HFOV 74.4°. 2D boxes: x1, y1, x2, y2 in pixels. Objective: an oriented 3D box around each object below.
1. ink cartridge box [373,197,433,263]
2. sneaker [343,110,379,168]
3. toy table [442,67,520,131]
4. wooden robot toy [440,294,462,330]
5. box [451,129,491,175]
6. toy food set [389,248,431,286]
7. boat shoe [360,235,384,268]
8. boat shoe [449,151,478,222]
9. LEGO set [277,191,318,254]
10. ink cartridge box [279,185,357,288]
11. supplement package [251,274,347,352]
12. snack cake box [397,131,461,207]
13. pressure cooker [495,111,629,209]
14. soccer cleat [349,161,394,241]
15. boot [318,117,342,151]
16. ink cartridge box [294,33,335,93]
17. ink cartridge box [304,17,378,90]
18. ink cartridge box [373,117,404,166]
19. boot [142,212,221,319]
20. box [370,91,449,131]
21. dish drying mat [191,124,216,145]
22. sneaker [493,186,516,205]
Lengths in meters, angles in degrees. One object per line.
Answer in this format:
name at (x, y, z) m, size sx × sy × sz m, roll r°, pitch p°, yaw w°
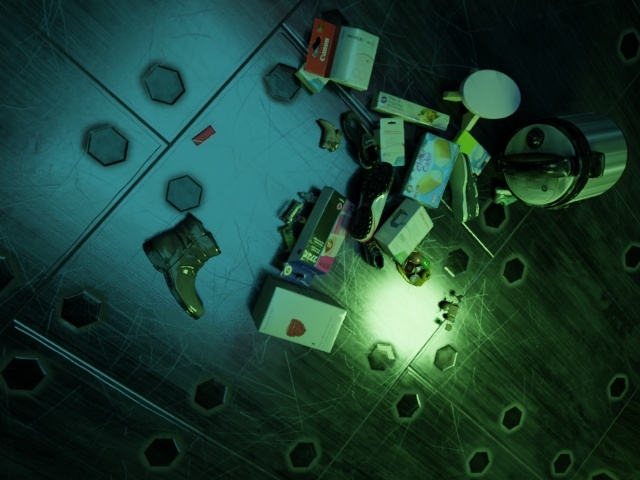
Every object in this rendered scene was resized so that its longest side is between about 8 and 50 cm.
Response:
ink cartridge box at (0.335, -0.037, 1.687) m, size 0.212 × 0.093 × 0.154 m, roll -48°, pitch 135°, yaw -4°
sneaker at (0.164, -0.384, 1.592) m, size 0.078 × 0.106 × 0.235 m, roll -29°, pitch 106°, yaw -13°
toy table at (0.638, -0.575, 1.691) m, size 0.274 × 0.161 × 0.253 m, roll 17°, pitch 93°, yaw -21°
wooden robot toy at (0.571, 0.310, 1.874) m, size 0.078 × 0.076 × 0.174 m, roll 19°, pitch 93°, yaw 15°
box at (0.627, -0.370, 1.782) m, size 0.178 × 0.042 × 0.109 m, roll 37°, pitch 87°, yaw -20°
toy food set at (0.395, 0.104, 1.766) m, size 0.128 × 0.071 × 0.218 m, roll -45°, pitch 109°, yaw -7°
boat shoe at (0.207, 0.026, 1.685) m, size 0.065 × 0.083 × 0.184 m, roll -25°, pitch 105°, yaw -13°
boat shoe at (0.607, -0.227, 1.769) m, size 0.091 × 0.114 × 0.303 m, roll -15°, pitch 115°, yaw -15°
LEGO set at (-0.088, -0.042, 1.556) m, size 0.132 × 0.107 × 0.287 m, roll 14°, pitch 91°, yaw -14°
ink cartridge box at (0.000, 0.000, 1.576) m, size 0.175 × 0.069 × 0.371 m, roll 31°, pitch 86°, yaw -48°
supplement package at (-0.085, 0.273, 1.579) m, size 0.292 × 0.175 × 0.178 m, roll 21°, pitch 92°, yaw -20°
snack cake box at (0.433, -0.278, 1.689) m, size 0.152 × 0.089 × 0.265 m, roll 21°, pitch 92°, yaw -4°
pressure cooker at (0.951, -0.323, 1.708) m, size 0.419 × 0.370 × 0.376 m, roll -13°, pitch 64°, yaw -27°
soccer cleat at (0.200, -0.146, 1.619) m, size 0.108 × 0.116 × 0.319 m, roll 19°, pitch 87°, yaw 18°
boot at (0.027, -0.391, 1.581) m, size 0.118 × 0.042 × 0.087 m, roll 27°, pitch 92°, yaw -20°
ink cartridge box at (0.005, -0.637, 1.523) m, size 0.104 × 0.060 × 0.180 m, roll 40°, pitch 85°, yaw -21°
ink cartridge box at (0.077, -0.655, 1.484) m, size 0.232 × 0.066 × 0.189 m, roll 10°, pitch 96°, yaw -25°
ink cartridge box at (0.268, -0.383, 1.651) m, size 0.104 × 0.061 × 0.182 m, roll -6°, pitch 101°, yaw -18°
boot at (-0.437, 0.094, 1.471) m, size 0.222 × 0.118 × 0.339 m, roll -32°, pitch 111°, yaw -16°
box at (0.355, -0.503, 1.659) m, size 0.323 × 0.067 × 0.063 m, roll 12°, pitch 94°, yaw -19°
dish drying mat at (-0.404, -0.363, 1.460) m, size 0.083 × 0.008 × 0.032 m, roll -40°, pitch 107°, yaw -9°
sneaker at (0.838, -0.191, 1.881) m, size 0.166 × 0.065 × 0.076 m, roll 8°, pitch 113°, yaw -16°
